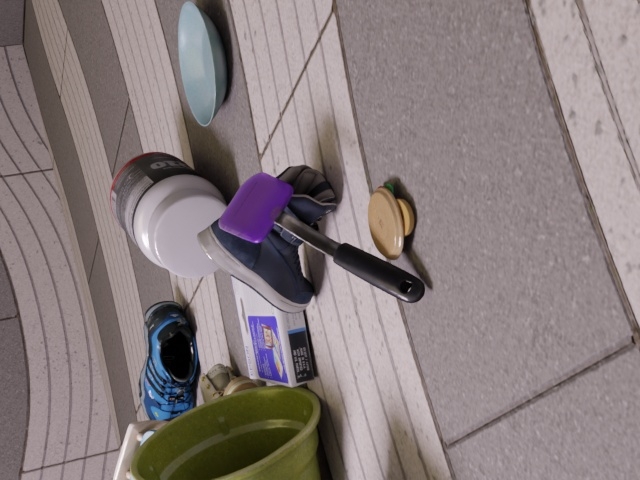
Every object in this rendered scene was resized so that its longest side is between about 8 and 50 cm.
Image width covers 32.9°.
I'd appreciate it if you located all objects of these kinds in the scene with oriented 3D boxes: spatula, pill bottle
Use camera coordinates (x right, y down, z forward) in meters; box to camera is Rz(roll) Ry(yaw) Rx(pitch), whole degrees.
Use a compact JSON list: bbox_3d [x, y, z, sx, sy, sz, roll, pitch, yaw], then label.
[{"bbox_3d":[0.000,0.000,1.210,0.296,0.084,0.030,28,172,33],"label":"spatula"},{"bbox_3d":[-0.245,-0.044,1.808,0.283,0.161,0.161,-145,48,-62],"label":"pill bottle"}]

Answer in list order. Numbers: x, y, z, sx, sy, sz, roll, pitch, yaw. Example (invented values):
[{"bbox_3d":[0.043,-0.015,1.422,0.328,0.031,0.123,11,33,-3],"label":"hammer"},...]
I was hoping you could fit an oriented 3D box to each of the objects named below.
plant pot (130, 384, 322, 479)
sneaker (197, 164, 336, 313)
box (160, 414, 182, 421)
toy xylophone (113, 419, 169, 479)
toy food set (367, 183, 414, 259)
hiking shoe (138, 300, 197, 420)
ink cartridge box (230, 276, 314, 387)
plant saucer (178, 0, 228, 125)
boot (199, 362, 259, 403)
[{"bbox_3d":[-0.095,0.381,1.530,0.276,0.276,0.254,19,129,67],"label":"plant pot"},{"bbox_3d":[-0.030,-0.001,1.377,0.086,0.163,0.226,54,-170,35],"label":"sneaker"},{"bbox_3d":[-0.230,0.438,2.001,0.247,0.163,0.142,-139,41,-59],"label":"box"},{"bbox_3d":[-0.191,0.429,1.773,0.322,0.081,0.236,13,99,24],"label":"toy xylophone"},{"bbox_3d":[0.074,-0.020,1.172,0.083,0.020,0.083,-122,29,-45],"label":"toy food set"},{"bbox_3d":[-0.306,0.280,2.200,0.132,0.113,0.304,-141,45,-62],"label":"hiking shoe"},{"bbox_3d":[-0.076,0.106,1.598,0.208,0.045,0.206,170,89,-69],"label":"ink cartridge box"},{"bbox_3d":[-0.178,-0.277,1.693,0.195,0.037,0.195,169,90,-69],"label":"plant saucer"},{"bbox_3d":[-0.155,0.267,1.848,0.165,0.077,0.213,-118,23,-43],"label":"boot"}]
